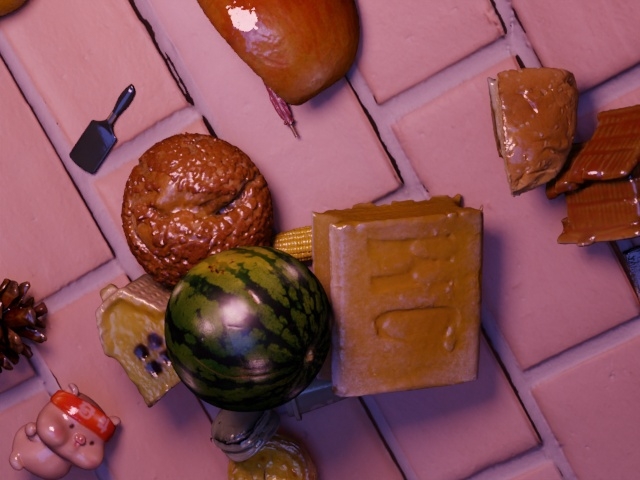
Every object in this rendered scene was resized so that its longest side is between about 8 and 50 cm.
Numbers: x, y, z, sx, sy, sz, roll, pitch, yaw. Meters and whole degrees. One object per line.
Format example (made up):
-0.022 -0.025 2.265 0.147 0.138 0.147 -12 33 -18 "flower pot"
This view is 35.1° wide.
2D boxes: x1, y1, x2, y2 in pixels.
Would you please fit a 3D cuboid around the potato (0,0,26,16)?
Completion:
-0.696 -0.497 1.853 0.368 0.176 0.196 5 63 -1 "potato"

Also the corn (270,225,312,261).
0.000 0.000 1.898 0.206 0.067 0.067 -12 100 8 "corn"

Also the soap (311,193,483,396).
0.137 0.095 1.820 0.293 0.156 0.335 -4 104 -19 "soap"

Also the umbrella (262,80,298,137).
-0.082 -0.266 1.873 0.025 0.027 0.165 -31 97 -32 "umbrella"

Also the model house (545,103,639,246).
0.523 -0.116 1.755 0.199 0.219 0.229 -1 99 50 "model house"

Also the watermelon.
-0.122 0.147 1.701 0.285 0.285 0.285 2 102 8 "watermelon"

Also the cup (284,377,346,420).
-0.009 0.274 1.942 0.141 0.120 0.120 -16 100 -3 "cup"

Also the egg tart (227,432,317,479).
-0.092 0.463 2.006 0.191 0.074 0.191 2 101 8 "egg tart"

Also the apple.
-0.085 -0.406 1.777 0.346 0.179 0.254 48 61 -9 "apple"

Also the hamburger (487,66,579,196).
0.367 -0.190 1.731 0.155 0.135 0.208 -3 69 13 "hamburger"

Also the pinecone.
-0.680 0.170 1.951 0.309 0.244 0.244 -6 101 -2 "pinecone"

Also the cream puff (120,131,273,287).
-0.232 -0.047 1.845 0.302 0.212 0.303 2 97 13 "cream puff"

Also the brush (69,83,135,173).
-0.408 -0.217 1.934 0.063 0.016 0.193 37 105 -2 "brush"

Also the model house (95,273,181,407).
-0.306 0.162 1.914 0.174 0.193 0.234 -34 93 14 "model house"

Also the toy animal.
-0.504 0.387 2.010 0.197 0.171 0.171 -41 94 18 "toy animal"

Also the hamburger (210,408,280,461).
-0.148 0.360 1.960 0.133 0.140 0.062 -43 118 -14 "hamburger"

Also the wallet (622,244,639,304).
0.645 0.109 1.849 0.121 0.031 0.232 -19 97 16 "wallet"
